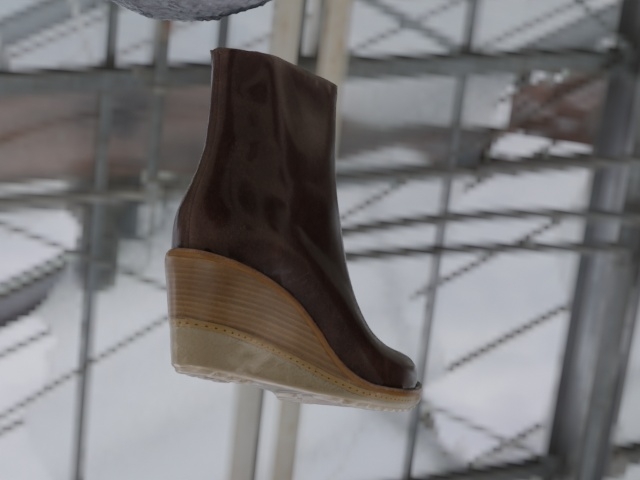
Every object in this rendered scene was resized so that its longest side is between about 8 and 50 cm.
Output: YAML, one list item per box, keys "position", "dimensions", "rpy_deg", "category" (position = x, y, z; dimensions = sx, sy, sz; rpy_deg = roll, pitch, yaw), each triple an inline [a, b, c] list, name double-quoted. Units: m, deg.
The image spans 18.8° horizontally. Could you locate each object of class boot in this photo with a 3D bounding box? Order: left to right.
- position: [0.000, 0.000, 1.244]
  dimensions: [0.090, 0.207, 0.248]
  rpy_deg: [2, 169, 37]
  category: "boot"

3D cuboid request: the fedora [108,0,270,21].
- position: [-0.072, -0.201, 0.885]
  dimensions: [0.334, 0.152, 0.334]
  rpy_deg: [-21, -140, 19]
  category: "fedora"
